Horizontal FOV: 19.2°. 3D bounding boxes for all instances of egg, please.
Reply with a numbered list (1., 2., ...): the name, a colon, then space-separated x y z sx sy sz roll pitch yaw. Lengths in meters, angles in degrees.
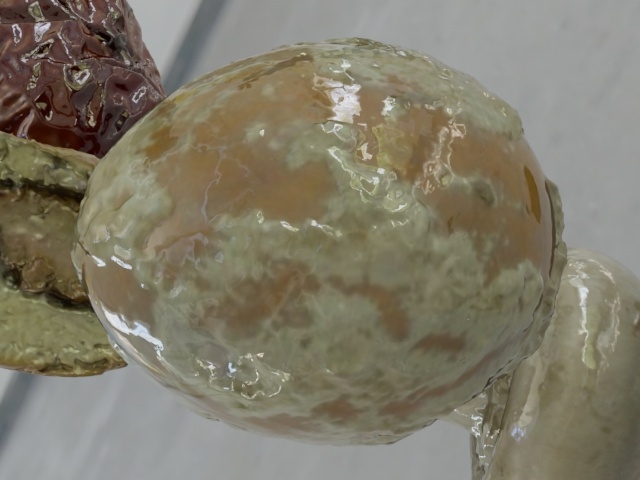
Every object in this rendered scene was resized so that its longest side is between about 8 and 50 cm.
1. egg: 0.000 0.000 0.927 0.203 0.245 0.203 180 90 -72

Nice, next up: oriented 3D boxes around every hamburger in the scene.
1. hamburger: -0.236 -0.010 1.205 0.282 0.245 0.155 16 90 35

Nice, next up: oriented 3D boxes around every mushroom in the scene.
1. mushroom: 0.140 0.089 1.266 0.206 0.209 0.206 -46 5 5

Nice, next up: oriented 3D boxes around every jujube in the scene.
1. jujube: -0.224 -0.104 1.610 0.213 0.213 0.232 -53 48 37
